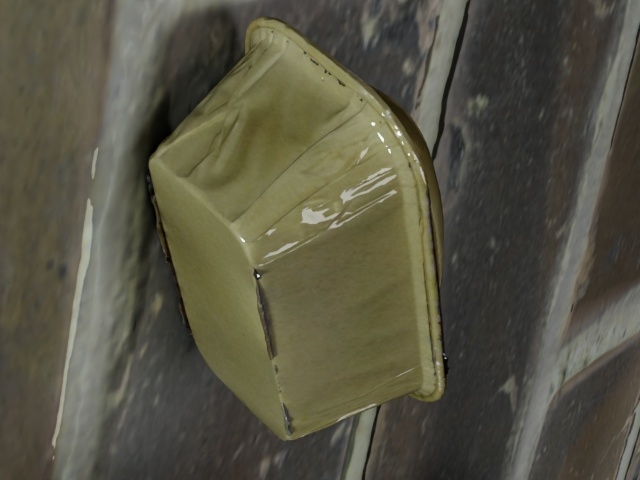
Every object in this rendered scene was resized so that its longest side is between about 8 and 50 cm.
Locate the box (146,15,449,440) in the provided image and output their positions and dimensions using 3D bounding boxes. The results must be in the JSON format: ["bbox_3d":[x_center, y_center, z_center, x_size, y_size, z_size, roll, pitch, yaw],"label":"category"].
[{"bbox_3d":[0.000,0.000,0.673,0.111,0.111,0.177,-51,151,-29],"label":"box"}]
